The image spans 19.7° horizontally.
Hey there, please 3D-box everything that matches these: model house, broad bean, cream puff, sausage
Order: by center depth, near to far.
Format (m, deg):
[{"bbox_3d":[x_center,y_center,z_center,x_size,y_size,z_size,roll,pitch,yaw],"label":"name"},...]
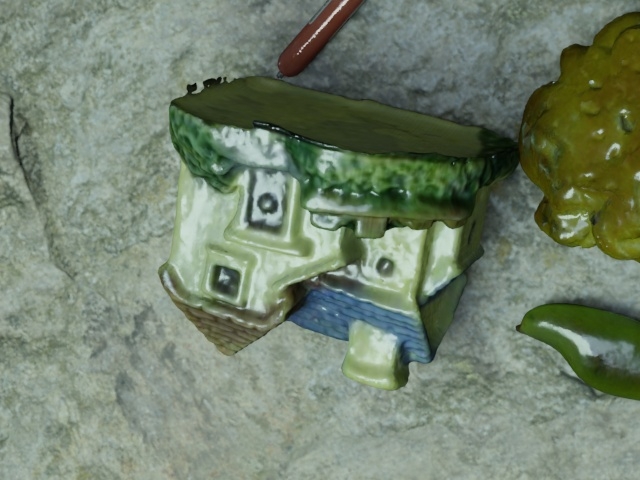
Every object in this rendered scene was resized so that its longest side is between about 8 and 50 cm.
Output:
[{"bbox_3d":[0.303,-0.086,1.686,0.244,0.196,0.244,6,97,62],"label":"cream puff"},{"bbox_3d":[0.000,0.000,1.773,0.321,0.261,0.266,16,109,19],"label":"model house"},{"bbox_3d":[0.347,0.128,1.795,0.325,0.067,0.075,16,136,12],"label":"broad bean"},{"bbox_3d":[0.028,-0.241,1.829,0.029,0.029,0.223,45,111,4],"label":"sausage"}]
